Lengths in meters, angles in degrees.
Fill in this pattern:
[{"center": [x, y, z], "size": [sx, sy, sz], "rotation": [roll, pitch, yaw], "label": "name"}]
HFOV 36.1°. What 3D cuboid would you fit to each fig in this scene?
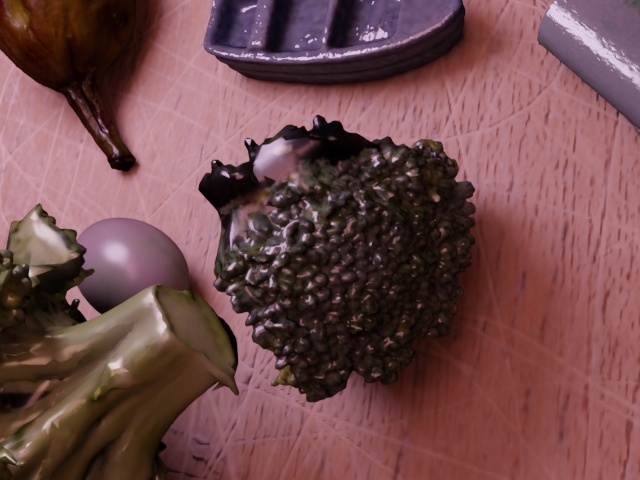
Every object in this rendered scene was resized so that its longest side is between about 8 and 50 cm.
[{"center": [-0.274, -0.235, 1.100], "size": [0.191, 0.190, 0.290], "rotation": [-33, 59, 8], "label": "fig"}]

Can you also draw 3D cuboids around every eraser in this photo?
[{"center": [0.329, -0.170, 0.862], "size": [0.174, 0.081, 0.227], "rotation": [-40, 58, 2], "label": "eraser"}]

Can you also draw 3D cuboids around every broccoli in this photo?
[{"center": [0.000, 0.000, 0.857], "size": [0.262, 0.247, 0.243], "rotation": [-60, 17, -18], "label": "broccoli"}, {"center": [-0.236, 0.154, 0.843], "size": [0.338, 0.277, 0.317], "rotation": [30, 94, 37], "label": "broccoli"}]

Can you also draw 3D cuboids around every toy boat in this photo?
[{"center": [0.017, -0.228, 1.024], "size": [0.283, 0.078, 0.127], "rotation": [4, 69, 24], "label": "toy boat"}]

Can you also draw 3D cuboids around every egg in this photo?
[{"center": [-0.191, 0.031, 0.987], "size": [0.135, 0.103, 0.103], "rotation": [31, 83, 32], "label": "egg"}]
